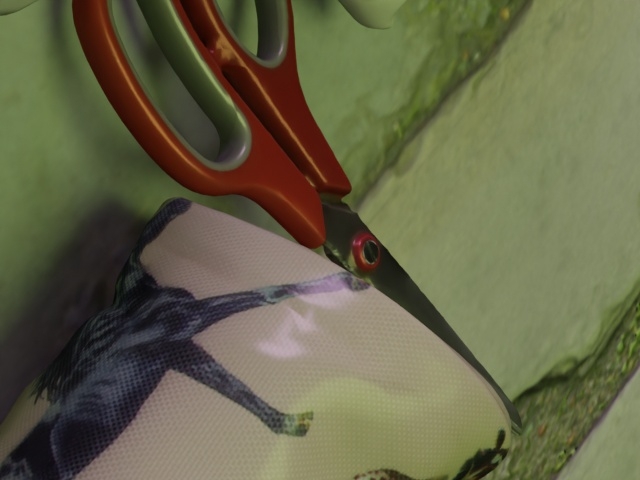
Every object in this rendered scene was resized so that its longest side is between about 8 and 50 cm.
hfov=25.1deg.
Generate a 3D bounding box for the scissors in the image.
[{"bbox_3d":[0.000,0.000,0.587,0.109,0.021,0.297,-52,122,-42],"label":"scissors"}]

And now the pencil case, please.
[{"bbox_3d":[-0.085,0.175,0.499,0.410,0.160,0.183,-56,130,-21],"label":"pencil case"}]

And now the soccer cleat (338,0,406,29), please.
[{"bbox_3d":[0.053,-0.181,0.622,0.196,0.068,0.076,-58,155,-16],"label":"soccer cleat"}]

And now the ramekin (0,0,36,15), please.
[{"bbox_3d":[-0.121,-0.175,0.350,0.273,0.127,0.273,-22,119,-45],"label":"ramekin"}]
